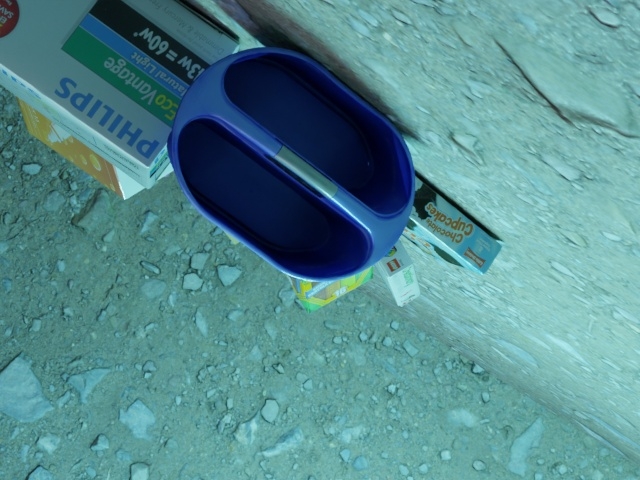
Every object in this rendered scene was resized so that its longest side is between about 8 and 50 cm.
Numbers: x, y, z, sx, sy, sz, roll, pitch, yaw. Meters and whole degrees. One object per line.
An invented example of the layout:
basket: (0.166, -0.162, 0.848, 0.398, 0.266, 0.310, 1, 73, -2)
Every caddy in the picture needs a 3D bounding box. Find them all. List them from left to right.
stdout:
caddy: (-0.039, -0.100, 1.434, 0.341, 0.241, 0.179, 36, 180, -20)

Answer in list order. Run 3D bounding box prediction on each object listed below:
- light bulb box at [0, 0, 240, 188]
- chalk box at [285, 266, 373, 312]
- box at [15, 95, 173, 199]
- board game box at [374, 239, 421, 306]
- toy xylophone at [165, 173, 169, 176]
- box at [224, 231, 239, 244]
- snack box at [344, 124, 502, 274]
light bulb box: (-0.336, -0.276, 1.661, 0.358, 0.225, 0.361, 35, 173, -7)
chalk box: (0.000, 0.000, 1.787, 0.132, 0.132, 0.213, 59, 171, 23)
box: (-0.420, -0.262, 2.060, 0.345, 0.168, 0.215, 31, 145, 37)
board game box: (0.104, 0.002, 1.954, 0.193, 0.053, 0.305, 60, -179, 14)
toy xylophone: (-0.405, -0.288, 2.305, 0.322, 0.081, 0.236, 52, 176, 16)
box: (-0.200, -0.097, 1.941, 0.164, 0.021, 0.201, 64, -178, 25)
snack box: (0.110, -0.070, 1.689, 0.322, 0.060, 0.187, 36, 175, -22)
